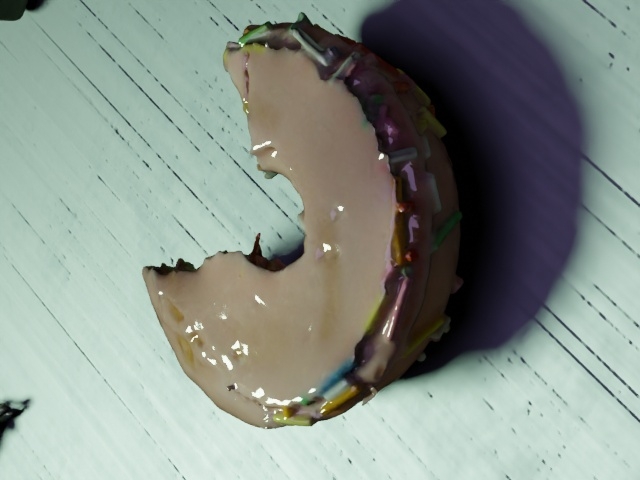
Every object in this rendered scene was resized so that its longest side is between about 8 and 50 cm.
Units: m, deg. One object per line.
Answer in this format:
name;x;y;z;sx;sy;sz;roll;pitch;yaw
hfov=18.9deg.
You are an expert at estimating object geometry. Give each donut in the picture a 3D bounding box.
donut;0.000;0.000;1.093;0.199;0.085;0.233;42;118;36

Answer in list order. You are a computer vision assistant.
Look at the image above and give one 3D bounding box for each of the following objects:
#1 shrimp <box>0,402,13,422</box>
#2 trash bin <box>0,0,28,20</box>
shrimp;-0.284;0.259;1.405;0.185;0.068;0.287;-2;80;40
trash bin;-0.243;-0.277;1.275;0.122;0.164;0.240;41;121;36
